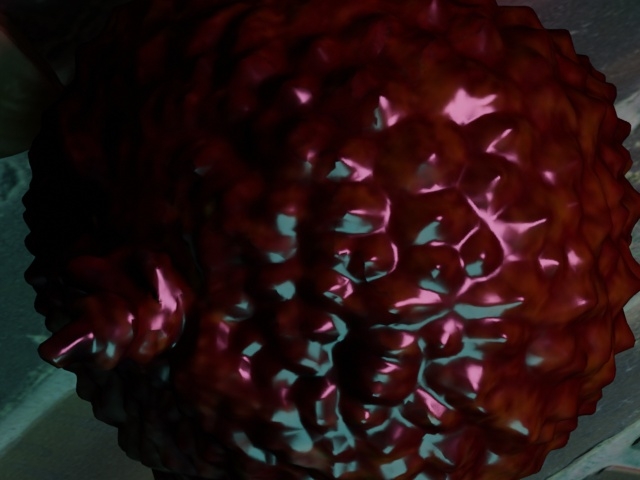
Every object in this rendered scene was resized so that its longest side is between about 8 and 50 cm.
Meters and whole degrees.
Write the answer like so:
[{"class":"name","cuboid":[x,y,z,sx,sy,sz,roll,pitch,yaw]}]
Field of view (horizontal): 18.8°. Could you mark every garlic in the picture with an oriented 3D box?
[{"class":"garlic","cuboid":[-0.251,-0.115,1.315,0.101,0.087,0.195,-37,143,6]}]

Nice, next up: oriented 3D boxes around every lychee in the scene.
[{"class":"lychee","cuboid":[0.000,0.000,1.272,0.424,0.425,0.500,-41,172,34]}]
